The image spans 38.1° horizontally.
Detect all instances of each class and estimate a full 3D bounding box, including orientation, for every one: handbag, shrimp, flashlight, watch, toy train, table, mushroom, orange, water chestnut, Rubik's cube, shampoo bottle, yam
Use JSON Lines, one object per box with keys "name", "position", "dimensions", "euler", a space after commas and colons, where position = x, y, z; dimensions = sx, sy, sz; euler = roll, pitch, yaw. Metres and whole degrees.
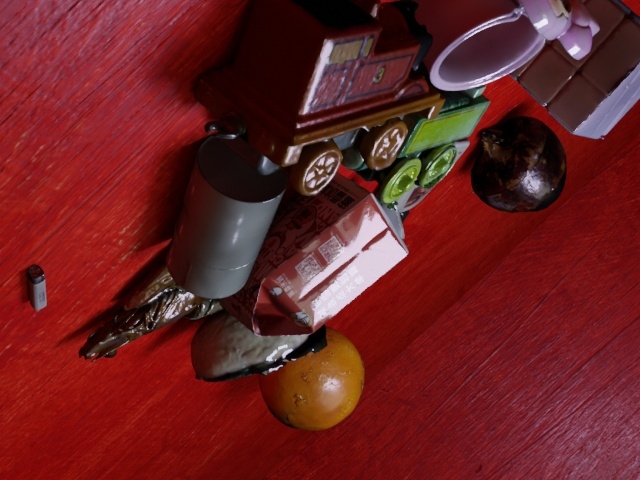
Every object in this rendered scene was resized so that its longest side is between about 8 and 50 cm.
{"name": "handbag", "position": [-0.026, 0.038, 1.518], "dimensions": [0.298, 0.171, 0.151], "euler": [-40, 121, -7]}
{"name": "shrimp", "position": [-0.243, 0.083, 1.400], "dimensions": [0.287, 0.063, 0.152], "euler": [-35, 160, -31]}
{"name": "flashlight", "position": [-0.358, 0.060, 1.168], "dimensions": [0.018, 0.018, 0.083], "euler": [-33, 160, -30]}
{"name": "watch", "position": [0.245, -0.325, 1.338], "dimensions": [0.218, 0.210, 0.248], "euler": [-31, 161, 29]}
{"name": "toy train", "position": [0.007, -0.196, 1.130], "dimensions": [0.369, 0.163, 0.231], "euler": [-23, 146, -46]}
{"name": "table", "position": [-0.131, -0.030, 1.264], "dimensions": [0.126, 0.126, 0.220], "euler": [-29, 159, -37]}
{"name": "mushroom", "position": [-0.116, 0.164, 1.726], "dimensions": [0.248, 0.129, 0.344], "euler": [-1, -176, 29]}
{"name": "orange", "position": [-0.022, 0.313, 2.120], "dimensions": [0.246, 0.246, 0.246], "euler": [-38, 162, -14]}
{"name": "water chestnut", "position": [0.433, -0.173, 2.068], "dimensions": [0.223, 0.238, 0.223], "euler": [-49, -158, 29]}
{"name": "Rubik's cube", "position": [0.489, -0.340, 1.700], "dimensions": [0.221, 0.224, 0.231], "euler": [-49, 161, 21]}
{"name": "shampoo bottle", "position": [0.169, -0.107, 1.820], "dimensions": [0.153, 0.071, 0.284], "euler": [-16, 147, -52]}
{"name": "yam", "position": [-0.182, 0.097, 1.582], "dimensions": [0.132, 0.054, 0.054], "euler": [-17, 150, -54]}
{"name": "toy train", "position": [0.134, -0.177, 1.447], "dimensions": [0.272, 0.159, 0.188], "euler": [-20, 146, -49]}

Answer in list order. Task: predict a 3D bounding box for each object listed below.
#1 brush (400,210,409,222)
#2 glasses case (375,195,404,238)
{"name": "brush", "position": [0.108, 0.043, 2.080], "dimensions": [0.070, 0.051, 0.323], "euler": [-25, 156, -49]}
{"name": "glasses case", "position": [0.000, -0.002, 1.670], "dimensions": [0.308, 0.083, 0.128], "euler": [-22, 138, -18]}
